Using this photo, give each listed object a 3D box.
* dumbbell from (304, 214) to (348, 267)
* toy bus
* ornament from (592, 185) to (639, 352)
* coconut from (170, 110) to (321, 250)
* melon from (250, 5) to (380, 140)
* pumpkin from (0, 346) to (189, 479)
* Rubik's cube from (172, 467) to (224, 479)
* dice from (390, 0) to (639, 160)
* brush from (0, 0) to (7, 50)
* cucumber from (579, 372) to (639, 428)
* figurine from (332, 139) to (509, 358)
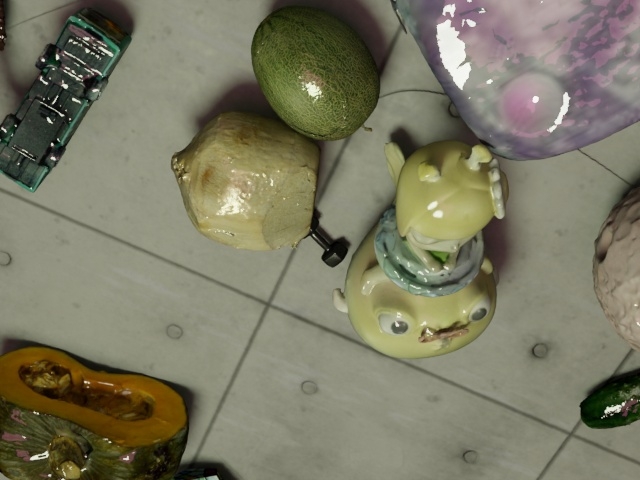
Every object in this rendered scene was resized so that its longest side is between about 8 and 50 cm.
[{"bbox_3d":[0.000,0.000,1.360,0.040,0.036,0.083,-38,107,23],"label":"dumbbell"},{"bbox_3d":[-0.339,-0.182,1.270,0.091,0.109,0.262,35,118,-13],"label":"toy bus"},{"bbox_3d":[0.470,0.044,1.212,0.259,0.225,0.259,3,117,7],"label":"ornament"},{"bbox_3d":[-0.098,-0.078,1.255,0.194,0.194,0.194,3,118,6],"label":"coconut"},{"bbox_3d":[-0.001,-0.199,1.198,0.139,0.139,0.192,-36,110,23],"label":"melon"},{"bbox_3d":[-0.361,0.286,1.455,0.317,0.222,0.139,20,119,-2],"label":"pumpkin"},{"bbox_3d":[-0.196,0.426,1.568,0.112,0.133,0.133,26,122,25],"label":"Rubik's cube"},{"bbox_3d":[0.246,-0.267,1.053,0.271,0.270,0.270,-27,111,20],"label":"dice"},{"bbox_3d":[-0.413,-0.226,1.236,0.036,0.043,0.248,-3,85,-21],"label":"brush"},{"bbox_3d":[0.477,0.213,1.391,0.227,0.069,0.069,-24,112,16],"label":"cucumber"},{"bbox_3d":[0.123,-0.020,1.192,0.226,0.275,0.394,-14,157,-9],"label":"figurine"}]
